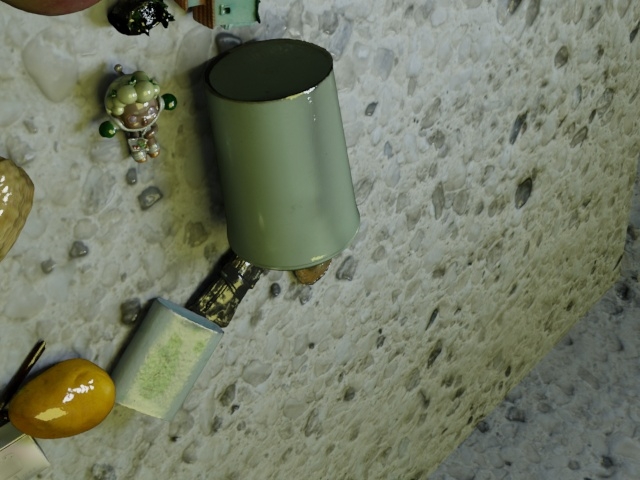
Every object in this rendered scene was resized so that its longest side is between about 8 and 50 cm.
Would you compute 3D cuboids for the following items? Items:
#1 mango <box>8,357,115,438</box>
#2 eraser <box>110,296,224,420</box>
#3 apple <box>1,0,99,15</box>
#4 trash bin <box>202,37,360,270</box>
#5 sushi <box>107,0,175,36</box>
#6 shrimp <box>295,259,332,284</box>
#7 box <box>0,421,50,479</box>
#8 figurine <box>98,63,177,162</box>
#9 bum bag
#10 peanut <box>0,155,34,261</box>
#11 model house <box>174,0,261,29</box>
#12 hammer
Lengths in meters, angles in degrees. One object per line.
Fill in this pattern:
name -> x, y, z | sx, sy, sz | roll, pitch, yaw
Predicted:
mango -> -0.495, 0.304, 1.626 | 0.227, 0.109, 0.147 | -2, 94, -51
eraser -> -0.332, 0.253, 1.790 | 0.174, 0.081, 0.227 | 29, 94, -32
apple -> -0.367, -0.454, 1.106 | 0.305, 0.235, 0.306 | -29, 135, -34
trash bin -> -0.072, -0.147, 1.664 | 0.280, 0.280, 0.432 | -34, 136, -29
sushi -> -0.294, -0.372, 1.385 | 0.083, 0.084, 0.056 | -35, 138, -27
shrimp -> 0.001, 0.001, 2.051 | 0.173, 0.058, 0.253 | -30, 140, -45
box -> -0.606, 0.423, 1.625 | 0.130, 0.051, 0.129 | -32, 140, -20
figurine -> -0.316, -0.212, 1.473 | 0.147, 0.093, 0.197 | -29, 138, -19
bum bag -> -0.188, 0.086, 1.871 | 0.102, 0.069, 0.248 | 37, 87, -19
peanut -> -0.519, -0.040, 1.292 | 0.197, 0.110, 0.233 | -62, -172, -13
model house -> -0.188, -0.436, 1.463 | 0.148, 0.120, 0.148 | -14, 154, -15
hammer -> -0.568, 0.265, 1.600 | 0.178, 0.021, 0.065 | -58, 145, -4
